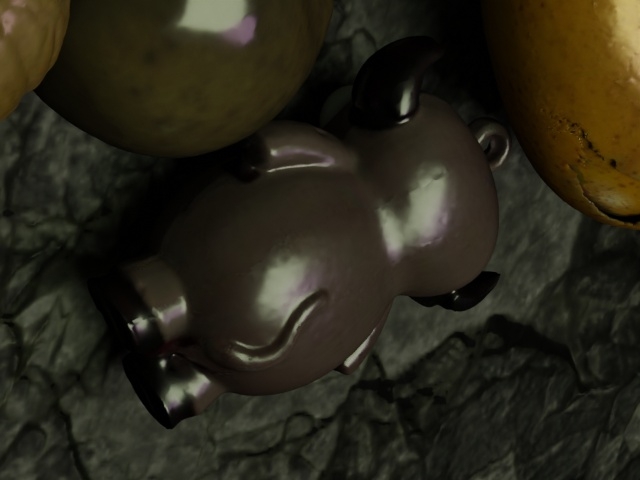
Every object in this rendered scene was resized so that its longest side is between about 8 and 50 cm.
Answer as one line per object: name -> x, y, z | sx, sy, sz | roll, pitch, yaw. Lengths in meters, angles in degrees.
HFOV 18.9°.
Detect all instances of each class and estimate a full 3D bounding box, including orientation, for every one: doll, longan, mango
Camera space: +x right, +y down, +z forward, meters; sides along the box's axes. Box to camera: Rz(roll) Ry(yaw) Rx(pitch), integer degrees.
doll -> 0.000, 0.002, 1.065 | 0.257, 0.117, 0.182 | -36, 130, -23
longan -> -0.073, -0.123, 0.905 | 0.167, 0.187, 0.167 | -2, 100, -10
mango -> 0.172, -0.116, 1.097 | 0.290, 0.160, 0.191 | 53, 35, -50

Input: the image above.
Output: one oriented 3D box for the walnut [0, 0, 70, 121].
walnut -> -0.200, -0.108, 0.782 | 0.213, 0.213, 0.213 | -18, 120, -34
